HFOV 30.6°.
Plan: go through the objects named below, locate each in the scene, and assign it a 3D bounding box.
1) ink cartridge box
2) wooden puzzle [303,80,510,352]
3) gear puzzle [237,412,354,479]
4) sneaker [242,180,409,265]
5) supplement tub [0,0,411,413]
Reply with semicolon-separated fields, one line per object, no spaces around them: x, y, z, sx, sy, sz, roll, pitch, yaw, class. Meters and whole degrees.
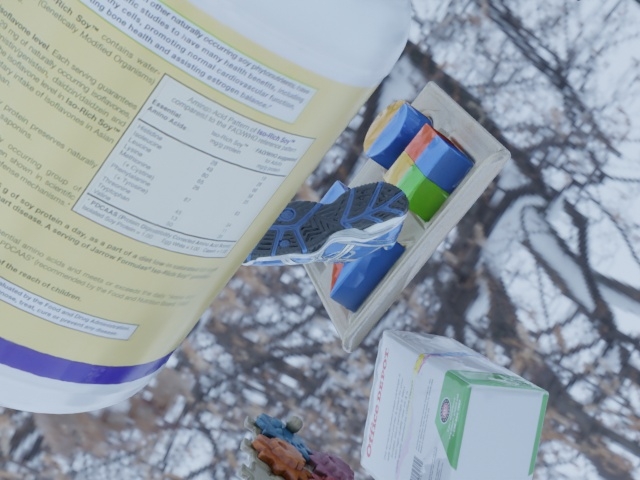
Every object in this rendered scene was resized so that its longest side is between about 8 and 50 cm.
0.164;0.247;1.521;0.278;0.117;0.201;-152;-109;-69;ink cartridge box
0.082;-0.054;1.571;0.322;0.080;0.348;-52;-159;12;wooden puzzle
-0.014;0.291;1.364;0.044;0.175;0.339;-52;-172;8;gear puzzle
0.000;0.000;1.337;0.081;0.211;0.080;89;-13;-50;sneaker
-0.105;-0.100;0.613;0.331;0.241;0.241;-51;-155;19;supplement tub
